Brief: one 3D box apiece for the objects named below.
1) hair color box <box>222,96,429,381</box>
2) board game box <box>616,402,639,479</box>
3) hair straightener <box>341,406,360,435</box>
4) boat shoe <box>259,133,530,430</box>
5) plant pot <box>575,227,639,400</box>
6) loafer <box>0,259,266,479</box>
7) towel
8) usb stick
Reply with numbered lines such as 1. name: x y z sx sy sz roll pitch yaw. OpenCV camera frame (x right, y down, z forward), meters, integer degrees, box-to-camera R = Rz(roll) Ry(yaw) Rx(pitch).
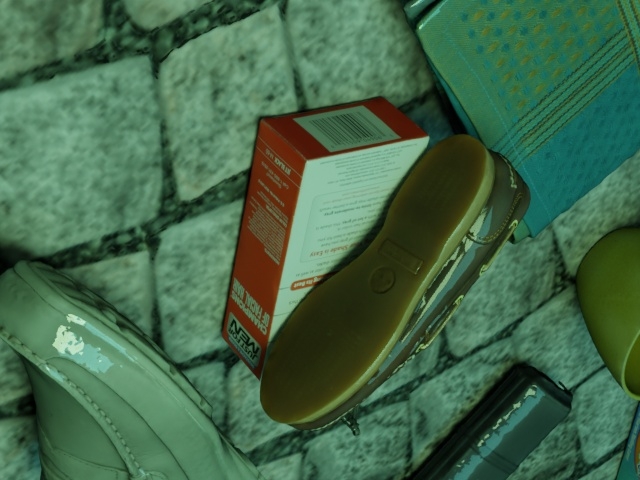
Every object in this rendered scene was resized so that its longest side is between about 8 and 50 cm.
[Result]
1. hair color box: 0.000 0.000 0.840 0.093 0.053 0.167 -14 131 -34
2. board game box: 0.373 0.170 1.315 0.160 0.047 0.210 -21 137 -25
3. hair straightener: 0.060 0.045 0.935 0.089 0.047 0.230 -11 131 -34
4. boat shoe: 0.050 0.035 0.813 0.207 0.073 0.073 -49 140 6
5. plant pot: 0.256 0.043 1.063 0.134 0.095 0.134 -23 138 -23
6. loafer: -0.118 0.126 0.807 0.111 0.112 0.319 -44 143 -13
7. towel: 0.225 -0.183 0.881 0.370 0.040 0.271 -41 142 -6
8. usb stick: 0.100 0.215 1.125 0.278 0.045 0.077 -48 142 7
